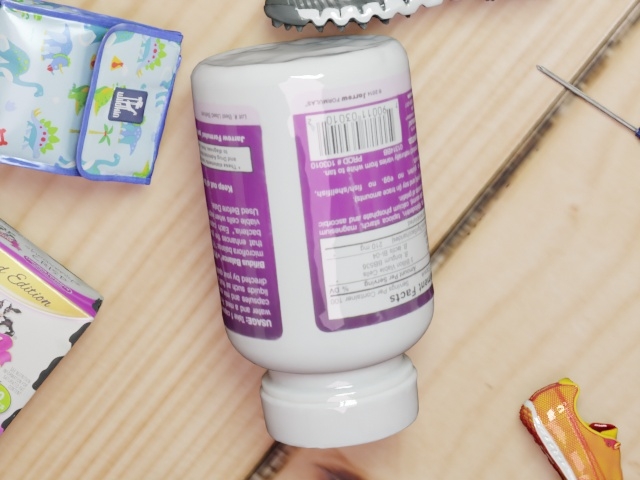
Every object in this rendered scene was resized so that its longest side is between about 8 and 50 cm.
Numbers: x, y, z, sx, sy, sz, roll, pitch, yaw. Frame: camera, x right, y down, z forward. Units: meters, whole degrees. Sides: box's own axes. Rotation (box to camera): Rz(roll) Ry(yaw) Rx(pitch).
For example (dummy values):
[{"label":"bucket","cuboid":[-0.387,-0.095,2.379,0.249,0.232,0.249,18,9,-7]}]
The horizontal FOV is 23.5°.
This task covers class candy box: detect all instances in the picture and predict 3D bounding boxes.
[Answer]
[{"label":"candy box","cuboid":[-0.312,0.095,1.267,0.159,0.071,0.233,38,100,-9]}]

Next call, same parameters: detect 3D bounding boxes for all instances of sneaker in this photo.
[{"label":"sneaker","cuboid":[0.236,0.197,1.310,0.067,0.064,0.175,-31,105,-4]},{"label":"sneaker","cuboid":[0.066,-0.225,1.197,0.234,0.078,0.106,-11,98,0]}]

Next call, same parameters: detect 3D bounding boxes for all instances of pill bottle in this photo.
[{"label":"pill bottle","cuboid":[0.000,0.000,1.201,0.169,0.169,0.301,-6,104,0]}]

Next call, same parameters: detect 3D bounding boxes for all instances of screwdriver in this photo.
[{"label":"screwdriver","cuboid":[0.249,-0.100,1.260,0.170,0.024,0.025,37,71,-3]}]

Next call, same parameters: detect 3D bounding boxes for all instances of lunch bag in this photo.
[{"label":"lunch bag","cuboid":[-0.192,-0.117,1.210,0.151,0.096,0.129,11,101,-19]}]
